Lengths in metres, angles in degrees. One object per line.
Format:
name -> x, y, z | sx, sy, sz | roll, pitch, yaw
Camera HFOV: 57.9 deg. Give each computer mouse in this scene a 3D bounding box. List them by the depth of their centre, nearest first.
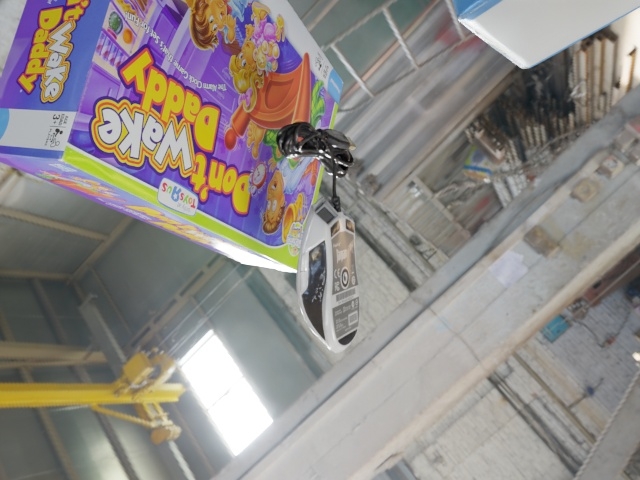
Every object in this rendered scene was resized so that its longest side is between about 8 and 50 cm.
computer mouse -> 0.000, 0.000, 0.494 | 0.106, 0.042, 0.192 | -8, -84, -65

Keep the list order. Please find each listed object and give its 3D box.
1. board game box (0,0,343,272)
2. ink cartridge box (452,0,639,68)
board game box -> -0.094, -0.120, 0.518 | 0.078, 0.233, 0.347 | 8, 170, 24
ink cartridge box -> 0.201, -0.342, 0.473 | 0.129, 0.223, 0.307 | 9, -116, -43
